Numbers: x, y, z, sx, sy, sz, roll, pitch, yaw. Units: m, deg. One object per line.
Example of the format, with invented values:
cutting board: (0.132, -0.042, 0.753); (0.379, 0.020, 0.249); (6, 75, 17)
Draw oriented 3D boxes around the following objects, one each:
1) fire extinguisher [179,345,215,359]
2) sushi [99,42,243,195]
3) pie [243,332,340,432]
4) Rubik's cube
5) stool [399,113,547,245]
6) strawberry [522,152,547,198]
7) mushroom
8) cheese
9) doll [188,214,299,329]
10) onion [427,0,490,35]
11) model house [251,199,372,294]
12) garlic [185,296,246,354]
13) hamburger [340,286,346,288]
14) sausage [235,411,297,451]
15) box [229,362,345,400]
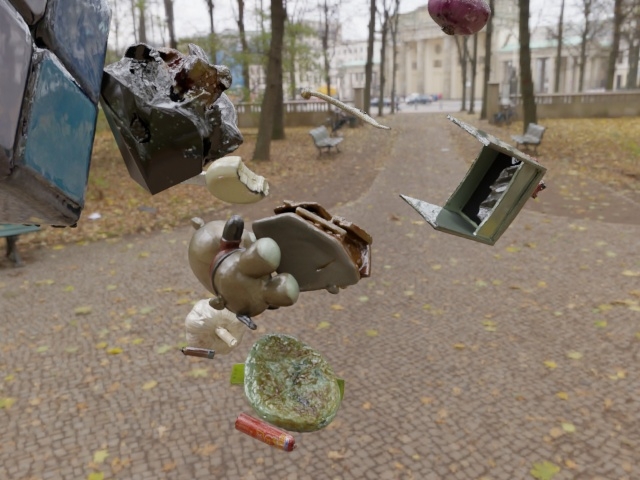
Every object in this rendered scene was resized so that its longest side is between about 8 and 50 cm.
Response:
fire extinguisher: (-0.287, 0.260, 1.331); (0.083, 0.023, 0.028); (8, -16, -2)
sushi: (-0.241, -0.214, 0.950); (0.212, 0.216, 0.227); (-25, 13, -11)
pie: (-0.062, 0.308, 1.241); (0.240, 0.054, 0.241); (20, 40, -17)
Rubik's cube: (-0.425, -0.206, 0.575); (0.316, 0.314, 0.318); (2, -16, 1)
stool: (0.390, -0.147, 1.470); (0.269, 0.244, 0.170); (13, 26, -40)
strawberry: (0.588, -0.191, 1.712); (0.140, 0.192, 0.085); (-21, 20, 18)
mushroom: (0.082, -0.406, 1.782); (0.306, 0.043, 0.068); (24, 46, 4)
cheese: (-0.281, -0.158, 1.619); (0.248, 0.163, 0.071); (-8, 51, 19)
doll: (-0.178, 0.066, 1.220); (0.174, 0.235, 0.330); (-38, 26, -12)
onion: (0.251, -0.421, 1.031); (0.115, 0.104, 0.115); (28, 18, -10)
model house: (0.000, 0.001, 1.276); (0.199, 0.220, 0.229); (-17, 12, 23)
garlic: (-0.307, 0.287, 1.756); (0.199, 0.199, 0.226); (-8, 19, -23)
hamburger: (0.055, 0.075, 1.954); (0.122, 0.190, 0.215); (-8, 12, 5)
sausage: (-0.097, 0.354, 1.049); (0.129, 0.034, 0.034); (16, 21, 28)
box: (-0.088, 0.379, 1.537); (0.260, 0.062, 0.175); (18, -21, -27)
